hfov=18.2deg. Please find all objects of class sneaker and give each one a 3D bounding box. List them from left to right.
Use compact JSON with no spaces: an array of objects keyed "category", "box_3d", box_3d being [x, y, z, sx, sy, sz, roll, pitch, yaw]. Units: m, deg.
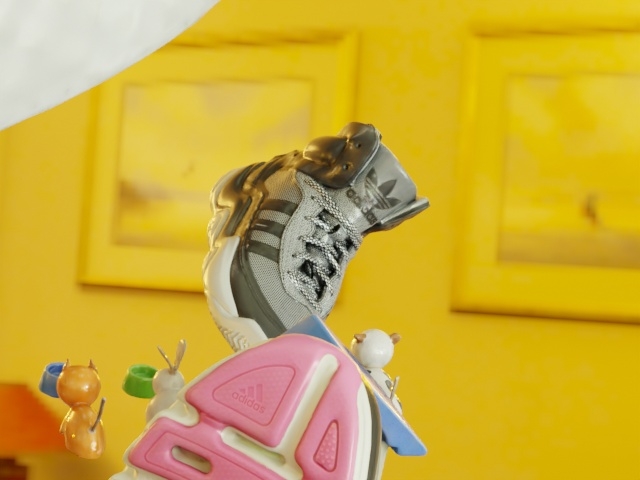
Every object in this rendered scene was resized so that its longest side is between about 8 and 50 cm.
[{"category":"sneaker","box_3d":[-0.020,0.097,0.513,0.063,0.170,0.075,24,20,22]},{"category":"sneaker","box_3d":[0.000,0.000,1.456,0.153,0.101,0.268,-31,29,15]}]

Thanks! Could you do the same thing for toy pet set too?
[{"category":"toy pet set","box_3d":[-0.022,0.047,0.679,0.122,0.065,0.114,1,24,-22]}]

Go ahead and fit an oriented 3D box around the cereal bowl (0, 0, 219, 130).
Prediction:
[{"category":"cereal bowl","box_3d":[-0.195,-0.121,0.583,0.339,0.141,0.339,-9,25,4]}]
